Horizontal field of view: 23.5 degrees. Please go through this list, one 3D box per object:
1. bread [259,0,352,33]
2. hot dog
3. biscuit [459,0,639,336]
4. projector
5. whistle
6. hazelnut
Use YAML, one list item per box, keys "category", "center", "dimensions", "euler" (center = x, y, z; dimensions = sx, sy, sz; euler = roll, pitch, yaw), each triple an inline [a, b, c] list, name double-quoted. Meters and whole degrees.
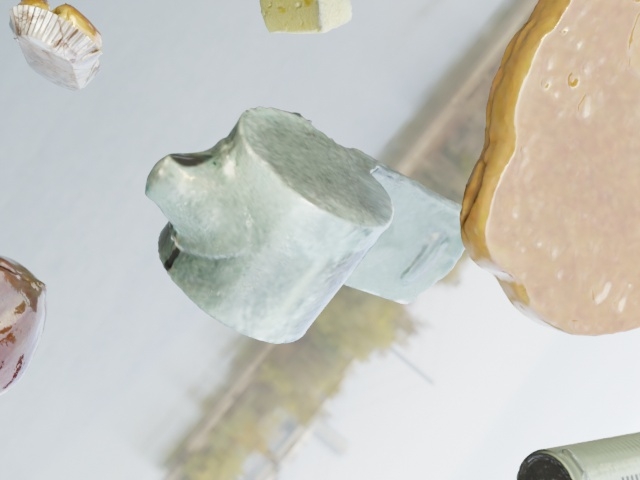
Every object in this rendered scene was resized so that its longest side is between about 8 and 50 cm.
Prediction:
- category: "bread"
  center: [-0.022, -0.319, 2.072]
  dimensions: [0.080, 0.109, 0.084]
  euler: [-36, 123, -50]
- category: "hot dog"
  center: [-0.344, -0.256, 2.020]
  dimensions: [0.069, 0.131, 0.252]
  euler: [-62, -178, -9]
- category: "biscuit"
  center: [0.270, -0.087, 1.335]
  dimensions: [0.057, 0.312, 0.351]
  euler: [23, -77, 58]
- category: "projector"
  center: [0.375, 0.264, 1.728]
  dimensions: [0.338, 0.108, 0.108]
  euler: [-4, 146, -35]
- category: "whistle"
  center: [-0.009, -0.019, 1.628]
  dimensions: [0.168, 0.188, 0.405]
  euler: [-53, 156, 23]
- category: "hazelnut"
  center: [-0.466, 0.109, 2.068]
  dimensions: [0.229, 0.229, 0.229]
  euler: [-50, 176, -4]
